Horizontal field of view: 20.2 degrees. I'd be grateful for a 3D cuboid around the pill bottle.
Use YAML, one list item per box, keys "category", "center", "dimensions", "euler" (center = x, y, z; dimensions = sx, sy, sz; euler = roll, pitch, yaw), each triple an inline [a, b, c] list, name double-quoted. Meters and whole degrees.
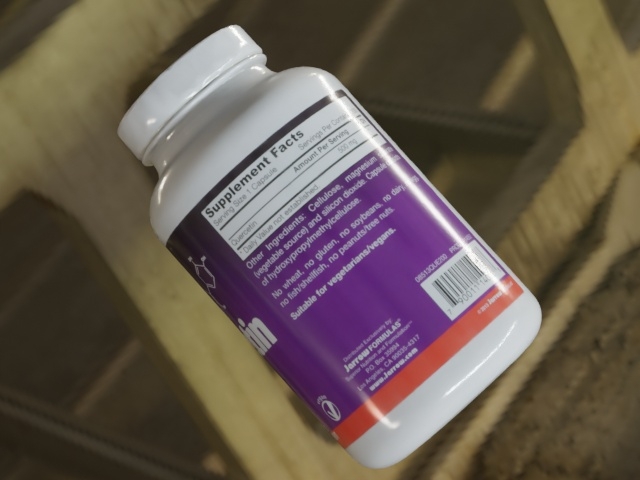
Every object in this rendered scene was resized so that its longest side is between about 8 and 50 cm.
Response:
- category: "pill bottle"
  center: [0.000, 0.000, 1.334]
  dimensions: [0.181, 0.323, 0.181]
  euler: [-42, 175, -5]
